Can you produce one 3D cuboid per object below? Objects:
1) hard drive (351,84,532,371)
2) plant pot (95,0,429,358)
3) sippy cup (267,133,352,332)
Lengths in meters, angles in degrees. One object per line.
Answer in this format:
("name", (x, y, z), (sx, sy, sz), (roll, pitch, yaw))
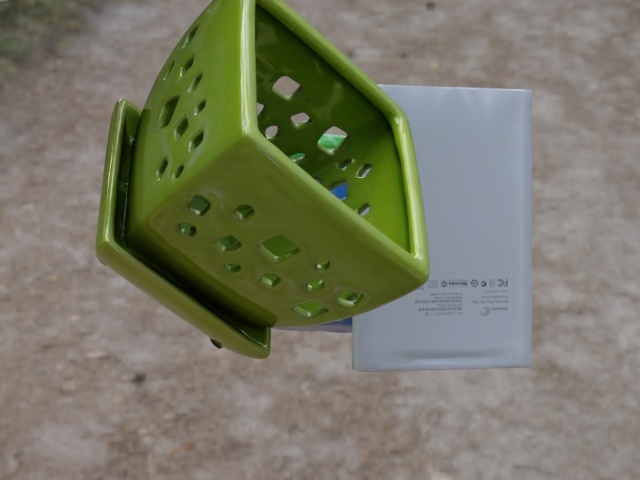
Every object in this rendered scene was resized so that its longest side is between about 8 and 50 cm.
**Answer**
("hard drive", (0.134, -0.013, 1.494), (0.203, 0.308, 0.040), (0, 0, -16))
("plant pot", (-0.060, -0.046, 1.167), (0.207, 0.227, 0.228), (-34, 36, 25))
("sippy cup", (0.000, 0.000, 1.701), (0.240, 0.224, 0.305), (8, -9, -24))
